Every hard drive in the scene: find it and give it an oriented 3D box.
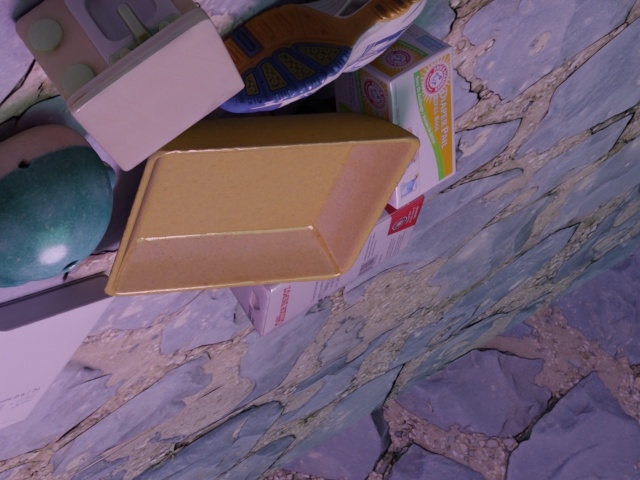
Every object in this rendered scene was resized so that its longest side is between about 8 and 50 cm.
[{"bbox_3d":[-0.411,0.169,2.280,0.203,0.040,0.307,-19,156,-46],"label":"hard drive"}]

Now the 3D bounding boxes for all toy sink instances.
[{"bbox_3d":[-0.183,-0.182,1.632,0.153,0.131,0.234,-36,168,-1],"label":"toy sink"}]

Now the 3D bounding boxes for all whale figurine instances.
[{"bbox_3d":[-0.302,-0.007,1.844,0.216,0.141,0.272,-30,163,-20],"label":"whale figurine"}]

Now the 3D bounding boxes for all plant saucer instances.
[{"bbox_3d":[-0.085,-0.055,2.115,0.333,0.081,0.332,-4,150,-21],"label":"plant saucer"}]

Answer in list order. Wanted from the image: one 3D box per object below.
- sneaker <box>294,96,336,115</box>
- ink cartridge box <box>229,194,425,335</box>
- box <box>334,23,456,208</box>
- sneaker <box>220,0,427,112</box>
[{"bbox_3d":[0.006,-0.109,2.280,0.130,0.087,0.227,-16,149,-35],"label":"sneaker"},{"bbox_3d":[0.000,0.000,2.514,0.273,0.114,0.197,-32,164,-17],"label":"ink cartridge box"},{"bbox_3d":[0.092,-0.161,2.136,0.103,0.114,0.203,-32,137,-27],"label":"box"},{"bbox_3d":[0.005,-0.215,1.952,0.296,0.112,0.131,-31,163,-15],"label":"sneaker"}]
